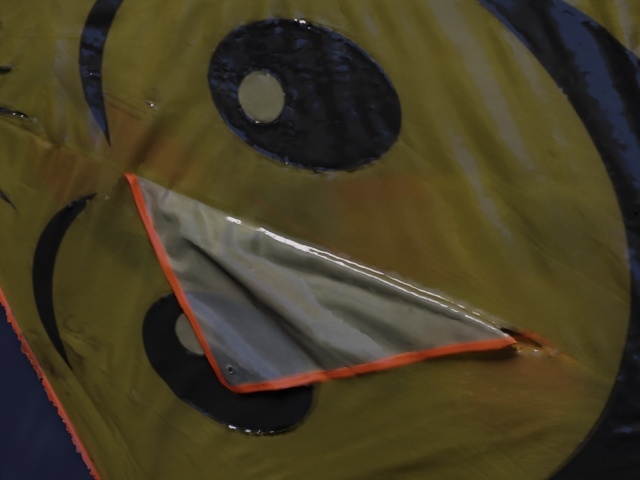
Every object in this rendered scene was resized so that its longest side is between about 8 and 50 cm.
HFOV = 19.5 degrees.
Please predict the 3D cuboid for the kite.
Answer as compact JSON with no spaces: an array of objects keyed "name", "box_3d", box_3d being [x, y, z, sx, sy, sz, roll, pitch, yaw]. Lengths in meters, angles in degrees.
[{"name":"kite","box_3d":[0.001,-0.001,0.574,0.327,0.013,0.377,22,119,14]}]
